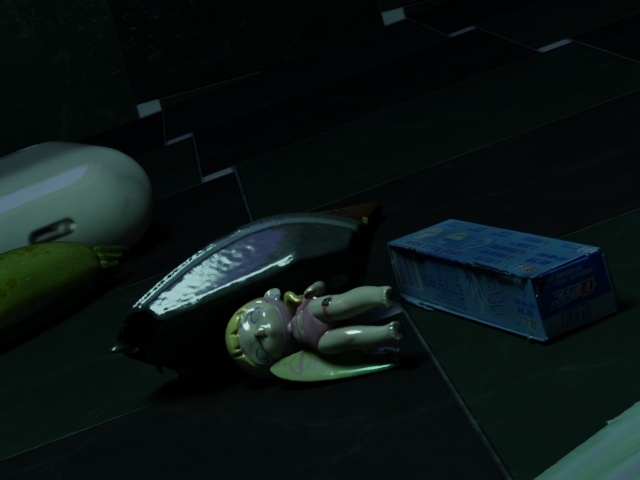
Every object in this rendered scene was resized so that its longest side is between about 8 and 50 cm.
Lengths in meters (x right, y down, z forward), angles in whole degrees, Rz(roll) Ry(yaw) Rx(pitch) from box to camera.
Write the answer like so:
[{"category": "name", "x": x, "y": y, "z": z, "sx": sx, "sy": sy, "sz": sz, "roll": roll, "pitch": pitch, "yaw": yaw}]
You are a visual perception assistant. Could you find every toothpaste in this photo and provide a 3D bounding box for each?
[{"category": "toothpaste", "x": 0.130, "y": 0.027, "z": 1.378, "sx": 0.066, "sy": 0.053, "sz": 0.272, "roll": -19, "pitch": 10, "yaw": -17}]

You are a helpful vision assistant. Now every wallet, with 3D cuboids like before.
[{"category": "wallet", "x": 0.000, "y": 0.000, "z": 1.767, "sx": 0.095, "sy": 0.026, "sz": 0.176, "roll": -13, "pitch": 14, "yaw": 21}]

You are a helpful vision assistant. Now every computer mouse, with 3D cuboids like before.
[{"category": "computer mouse", "x": -0.065, "y": 0.036, "z": 1.464, "sx": 0.231, "sy": 0.071, "sz": 0.126, "roll": -24, "pitch": -27, "yaw": -4}]

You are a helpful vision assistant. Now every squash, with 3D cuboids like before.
[{"category": "squash", "x": -0.323, "y": 0.059, "z": 1.874, "sx": 0.094, "sy": 0.095, "sz": 0.341, "roll": -7, "pitch": 17, "yaw": 47}]

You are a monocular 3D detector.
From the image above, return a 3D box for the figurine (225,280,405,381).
[{"category": "figurine", "x": -0.001, "y": 0.068, "z": 1.370, "sx": 0.187, "sy": 0.083, "sz": 0.083, "roll": -17, "pitch": 11, "yaw": 47}]

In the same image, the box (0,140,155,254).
[{"category": "box", "x": -0.362, "y": -0.022, "z": 2.177, "sx": 0.288, "sy": 0.141, "sz": 0.349, "roll": -25, "pitch": 13, "yaw": -18}]

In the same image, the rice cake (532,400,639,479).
[{"category": "rice cake", "x": 0.165, "y": 0.131, "z": 0.880, "sx": 0.198, "sy": 0.037, "sz": 0.189, "roll": -27, "pitch": 13, "yaw": -32}]
